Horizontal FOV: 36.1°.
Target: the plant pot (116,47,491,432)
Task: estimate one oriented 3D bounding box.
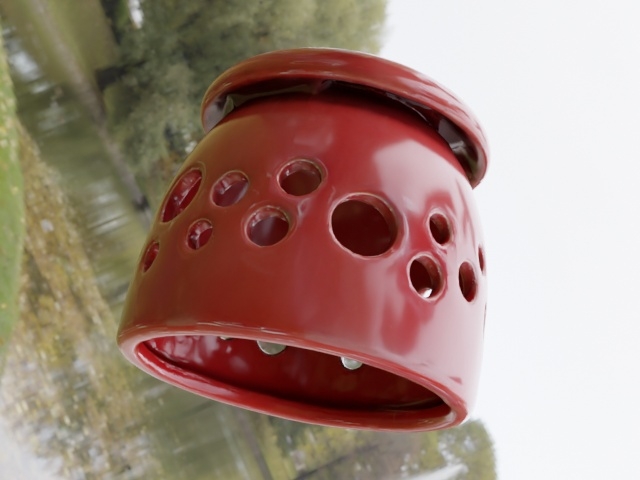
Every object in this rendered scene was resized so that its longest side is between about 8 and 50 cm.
[{"bbox_3d":[0.000,0.000,0.540,0.191,0.191,0.174,87,12,-71],"label":"plant pot"}]
